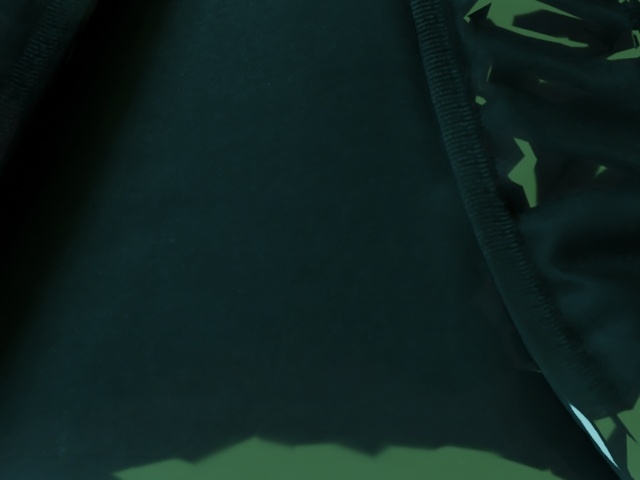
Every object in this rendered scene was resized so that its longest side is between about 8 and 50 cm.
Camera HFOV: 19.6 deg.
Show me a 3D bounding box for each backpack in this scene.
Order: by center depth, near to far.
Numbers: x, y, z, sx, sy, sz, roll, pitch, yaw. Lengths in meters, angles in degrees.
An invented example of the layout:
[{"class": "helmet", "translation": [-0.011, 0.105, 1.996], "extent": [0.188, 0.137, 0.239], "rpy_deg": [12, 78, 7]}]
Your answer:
[{"class": "backpack", "translation": [0.000, 0.000, 0.457], "extent": [0.277, 0.213, 0.263], "rpy_deg": [1, 65, 7]}]
